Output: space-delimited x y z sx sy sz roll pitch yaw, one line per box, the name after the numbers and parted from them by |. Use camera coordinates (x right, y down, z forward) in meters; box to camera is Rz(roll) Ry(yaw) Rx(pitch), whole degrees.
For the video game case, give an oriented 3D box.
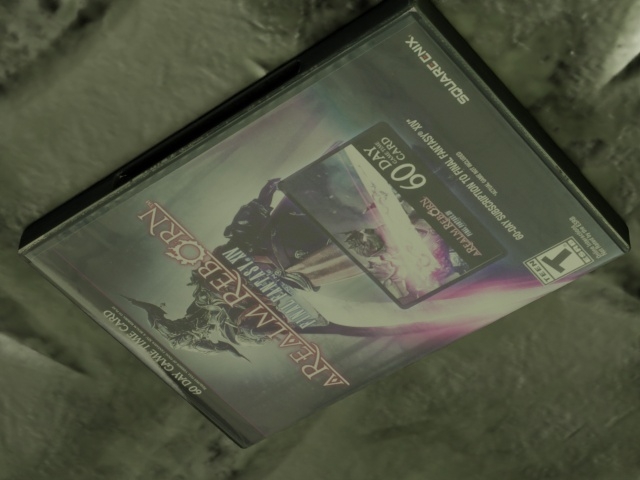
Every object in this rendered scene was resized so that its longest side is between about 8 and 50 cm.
0.000 0.000 1.000 0.274 0.026 0.196 -30 122 26 | video game case
